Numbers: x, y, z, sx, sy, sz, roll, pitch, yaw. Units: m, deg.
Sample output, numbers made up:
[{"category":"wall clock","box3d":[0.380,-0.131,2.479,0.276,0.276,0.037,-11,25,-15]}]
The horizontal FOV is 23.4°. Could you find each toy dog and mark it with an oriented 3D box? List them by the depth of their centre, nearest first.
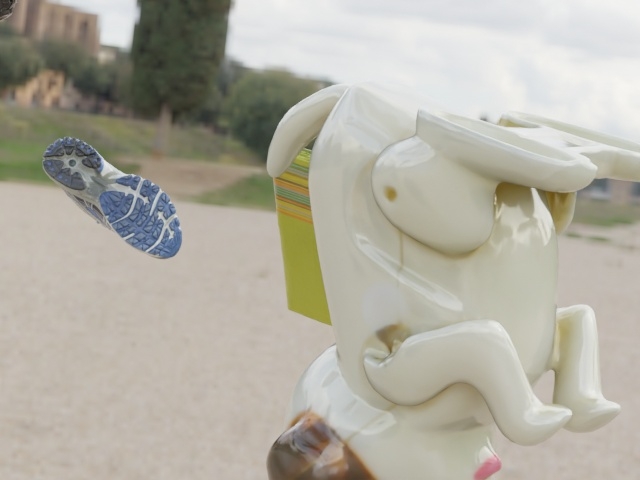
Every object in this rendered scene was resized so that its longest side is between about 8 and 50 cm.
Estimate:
[{"category":"toy dog","box3d":[0.085,0.076,1.422,0.395,0.408,0.284,17,12,18]}]

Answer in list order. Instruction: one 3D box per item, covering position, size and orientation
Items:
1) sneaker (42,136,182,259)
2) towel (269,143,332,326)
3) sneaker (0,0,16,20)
[{"category":"sneaker","box3d":[-0.164,-0.031,1.258,0.135,0.052,0.058,40,-15,11]},{"category":"towel","box3d":[0.000,0.000,1.649,0.102,0.237,0.021,21,48,26]},{"category":"sneaker","box3d":[-0.233,-0.180,0.949,0.085,0.086,0.237,-20,-8,-23]}]
